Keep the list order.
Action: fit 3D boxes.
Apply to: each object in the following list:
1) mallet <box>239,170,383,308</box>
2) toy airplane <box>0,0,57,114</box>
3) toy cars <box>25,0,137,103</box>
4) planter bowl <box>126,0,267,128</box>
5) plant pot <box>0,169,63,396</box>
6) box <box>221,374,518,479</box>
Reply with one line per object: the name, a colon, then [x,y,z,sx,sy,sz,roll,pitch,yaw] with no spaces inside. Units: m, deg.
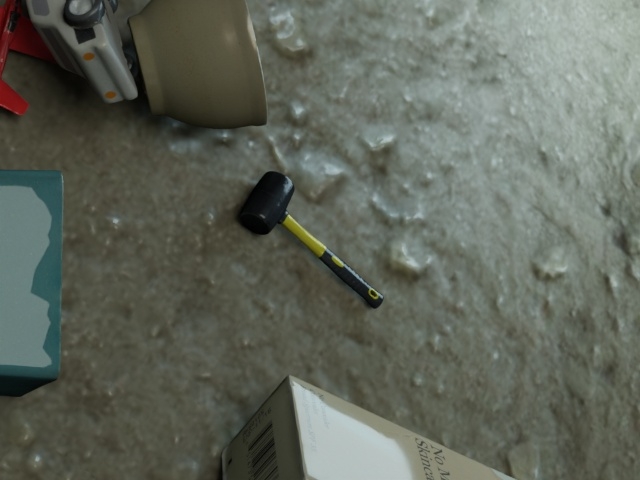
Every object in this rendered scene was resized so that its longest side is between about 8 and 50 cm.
mallet: [0.000,0.000,1.253,0.190,0.039,0.062,35,60,-26]
toy airplane: [-0.294,-0.176,1.109,0.151,0.028,0.151,8,74,-32]
toy cars: [-0.269,-0.299,1.080,0.087,0.176,0.393,-22,97,1]
planter bowl: [-0.122,-0.177,1.155,0.109,0.162,0.162,-14,86,-8]
plant pot: [-0.339,0.033,0.959,0.234,0.166,0.165,4,77,-23]
box: [0.069,0.267,1.145,0.311,0.121,0.148,27,26,-25]
